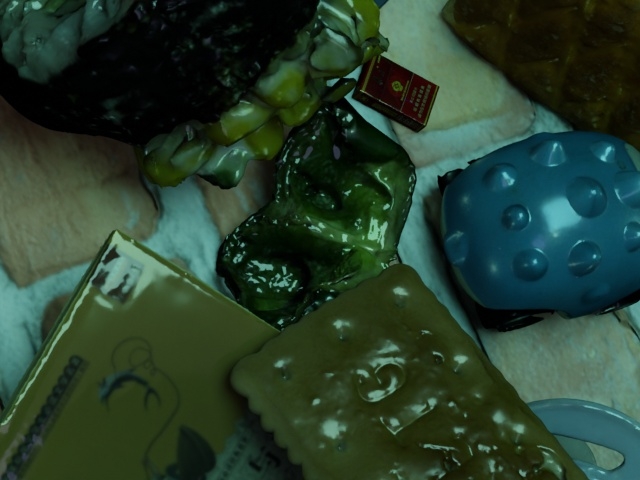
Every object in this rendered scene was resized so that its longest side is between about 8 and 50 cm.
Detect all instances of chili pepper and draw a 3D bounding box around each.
[{"bbox_3d":[-0.005,0.004,1.802,0.148,0.116,0.265,30,63,-26],"label":"chili pepper"}]

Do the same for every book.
[{"bbox_3d":[-0.094,0.200,1.668,0.389,0.032,0.269,33,78,-20],"label":"book"}]

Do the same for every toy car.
[{"bbox_3d":[0.249,-0.022,1.876,0.255,0.190,0.188,-8,76,-29],"label":"toy car"}]

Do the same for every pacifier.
[{"bbox_3d":[0.209,0.255,1.778,0.238,0.287,0.226,14,22,5],"label":"pacifier"}]

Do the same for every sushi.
[{"bbox_3d":[-0.114,-0.198,1.709,0.328,0.328,0.285,-39,126,8],"label":"sushi"}]

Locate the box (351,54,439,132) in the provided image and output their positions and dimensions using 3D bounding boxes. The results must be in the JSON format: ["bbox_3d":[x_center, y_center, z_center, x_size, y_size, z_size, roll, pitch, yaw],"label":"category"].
[{"bbox_3d":[0.078,-0.154,1.933,0.082,0.023,0.051,27,62,-15],"label":"box"}]

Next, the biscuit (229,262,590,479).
[{"bbox_3d":[0.093,0.180,1.626,0.217,0.044,0.325,-29,69,-26],"label":"biscuit"}]

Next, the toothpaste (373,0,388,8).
[{"bbox_3d":[-0.006,-0.309,1.934,0.193,0.044,0.070,35,61,-11],"label":"toothpaste"}]

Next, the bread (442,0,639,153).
[{"bbox_3d":[0.317,-0.263,1.942,0.279,0.279,0.207,37,63,-11],"label":"bread"}]
